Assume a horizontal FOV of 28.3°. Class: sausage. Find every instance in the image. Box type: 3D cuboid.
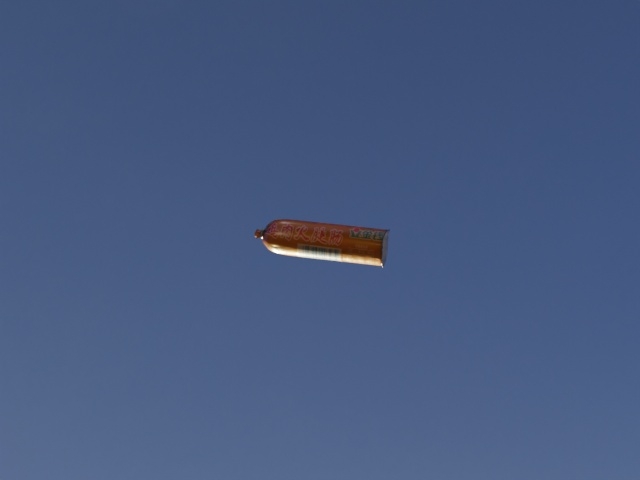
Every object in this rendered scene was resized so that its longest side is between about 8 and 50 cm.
[{"bbox_3d":[0.000,0.000,1.011,0.107,0.031,0.031,7,-60,6],"label":"sausage"}]
